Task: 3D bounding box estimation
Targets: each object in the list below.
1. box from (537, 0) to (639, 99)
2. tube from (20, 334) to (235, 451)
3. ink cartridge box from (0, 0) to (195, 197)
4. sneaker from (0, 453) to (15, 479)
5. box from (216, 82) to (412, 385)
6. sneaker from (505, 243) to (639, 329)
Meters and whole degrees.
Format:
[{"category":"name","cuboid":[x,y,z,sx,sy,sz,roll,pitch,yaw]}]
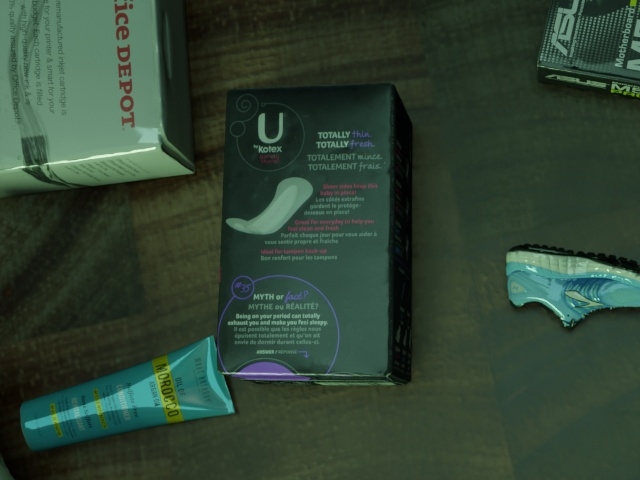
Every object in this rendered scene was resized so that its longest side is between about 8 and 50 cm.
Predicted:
[{"category":"box","cuboid":[0.344,-0.269,1.192,0.216,0.060,0.270,13,83,12]},{"category":"tube","cuboid":[-0.195,0.161,1.232,0.207,0.052,0.080,-16,91,3]},{"category":"ink cartridge box","cuboid":[-0.295,-0.167,1.257,0.307,0.129,0.223,-7,80,9]},{"category":"sneaker","cuboid":[-0.237,0.318,1.174,0.258,0.169,0.447,-14,87,-1]},{"category":"box","cuboid":[0.000,0.000,1.169,0.165,0.143,0.270,0,81,11]},{"category":"sneaker","cuboid":[0.255,0.050,1.167,0.162,0.063,0.073,10,100,16]}]
